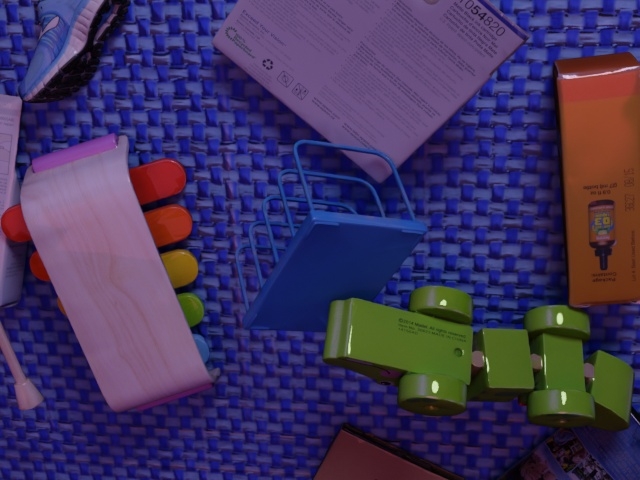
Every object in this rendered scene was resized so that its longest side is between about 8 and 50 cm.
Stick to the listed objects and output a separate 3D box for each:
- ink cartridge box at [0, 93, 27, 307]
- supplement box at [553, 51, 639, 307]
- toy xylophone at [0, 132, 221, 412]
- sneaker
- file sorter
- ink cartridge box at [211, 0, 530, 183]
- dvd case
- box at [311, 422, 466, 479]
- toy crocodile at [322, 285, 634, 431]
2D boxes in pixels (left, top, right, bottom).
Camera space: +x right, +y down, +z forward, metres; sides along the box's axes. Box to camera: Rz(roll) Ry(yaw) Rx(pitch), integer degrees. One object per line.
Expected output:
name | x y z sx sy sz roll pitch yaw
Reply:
ink cartridge box | -0.419 -0.053 0.975 0.188 0.066 0.233 9 92 5
supplement box | 0.268 -0.055 0.839 0.078 0.080 0.234 -4 109 12
toy xylophone | -0.240 0.055 0.944 0.236 0.081 0.323 -10 109 -1
sneaker | -0.258 -0.207 0.880 0.073 0.063 0.162 43 108 10
file sorter | 0.000 0.000 0.849 0.118 0.105 0.170 6 139 -27
ink cartridge box | 0.041 -0.190 0.799 0.223 0.045 0.224 40 134 -8
dvd case | 0.285 0.309 0.958 0.253 0.022 0.180 -46 62 22
box | 0.059 0.332 1.058 0.164 0.021 0.201 25 113 -2
toy crocodile | 0.164 0.124 0.868 0.340 0.115 0.105 10 154 -14
